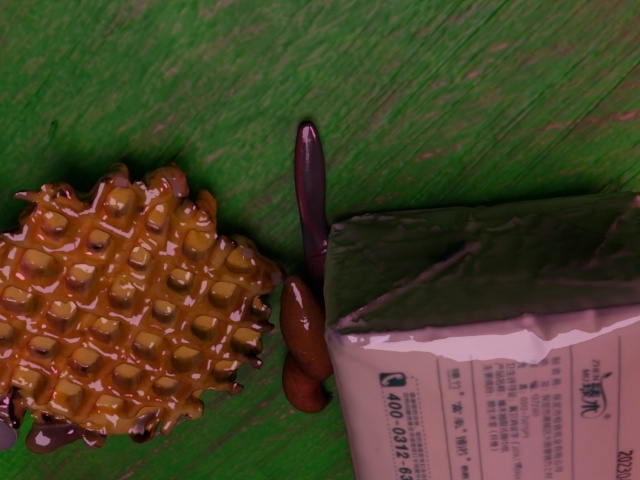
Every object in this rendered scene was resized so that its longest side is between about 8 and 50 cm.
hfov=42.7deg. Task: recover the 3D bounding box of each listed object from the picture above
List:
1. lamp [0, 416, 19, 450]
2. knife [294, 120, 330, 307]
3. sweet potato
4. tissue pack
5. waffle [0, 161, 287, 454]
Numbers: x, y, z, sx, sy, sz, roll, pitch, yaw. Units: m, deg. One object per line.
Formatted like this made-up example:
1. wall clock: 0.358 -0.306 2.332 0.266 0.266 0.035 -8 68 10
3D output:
1. lamp: -0.415 0.252 0.893 0.198 0.056 0.050 -31 114 13
2. knife: 0.000 0.000 0.767 0.035 0.018 0.248 -7 124 -1
3. sweet potato: -0.010 0.107 0.796 0.055 0.058 0.202 -28 138 -25
4. tissue pack: 0.170 0.161 0.756 0.296 0.207 0.381 -5 121 5
5. waffle: -0.199 0.070 0.755 0.329 0.062 0.329 -7 123 -10
